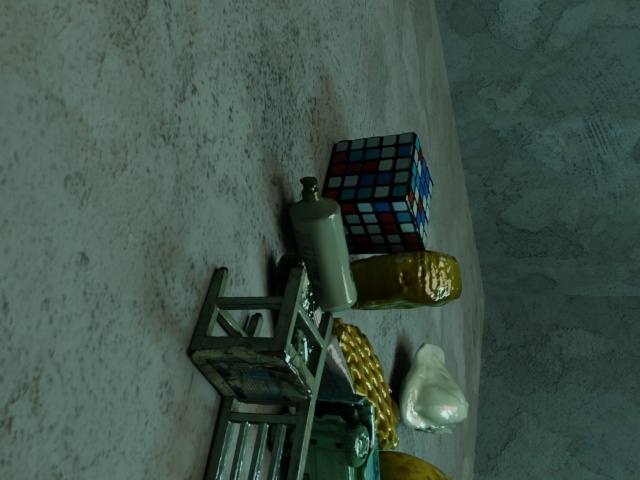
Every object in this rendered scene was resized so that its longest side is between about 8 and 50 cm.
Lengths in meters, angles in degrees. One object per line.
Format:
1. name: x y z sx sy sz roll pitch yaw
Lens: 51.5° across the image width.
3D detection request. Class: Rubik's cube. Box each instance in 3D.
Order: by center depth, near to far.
1. Rubik's cube: 0.123 -0.093 1.381 0.184 0.187 0.182 60 35 -47

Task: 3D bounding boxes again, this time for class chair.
1. chair: -0.085 0.178 0.855 0.147 0.136 0.271 62 34 -47

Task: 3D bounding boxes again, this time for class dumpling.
1. dumpling: 0.312 0.407 1.832 0.318 0.187 0.243 16 76 -66

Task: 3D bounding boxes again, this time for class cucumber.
1. cucumber: -0.041 0.131 1.088 0.069 0.069 0.228 -36 127 -66

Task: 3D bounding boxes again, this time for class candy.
1. candy: 0.169 0.091 1.389 0.260 0.259 0.118 29 58 -67

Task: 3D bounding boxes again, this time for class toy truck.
1. toy truck: 0.021 0.385 1.086 0.156 0.154 0.279 -21 108 -65

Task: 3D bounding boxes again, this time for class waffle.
1. waffle: 0.089 0.279 1.308 0.291 0.051 0.291 57 14 -22

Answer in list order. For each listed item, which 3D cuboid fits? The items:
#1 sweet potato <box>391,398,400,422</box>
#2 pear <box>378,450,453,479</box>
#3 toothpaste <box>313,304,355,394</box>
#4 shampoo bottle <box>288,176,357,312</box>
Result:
1. sweet potato: 0.151 0.429 1.574 0.226 0.068 0.068 -30 116 -67
2. pear: 0.146 0.539 1.258 0.280 0.280 0.281 -2 90 -70
3. toothpaste: 0.012 0.249 1.167 0.099 0.068 0.283 11 -63 67
4. shampoo bottle: 0.000 0.000 1.151 0.118 0.087 0.234 -139 -146 -62
